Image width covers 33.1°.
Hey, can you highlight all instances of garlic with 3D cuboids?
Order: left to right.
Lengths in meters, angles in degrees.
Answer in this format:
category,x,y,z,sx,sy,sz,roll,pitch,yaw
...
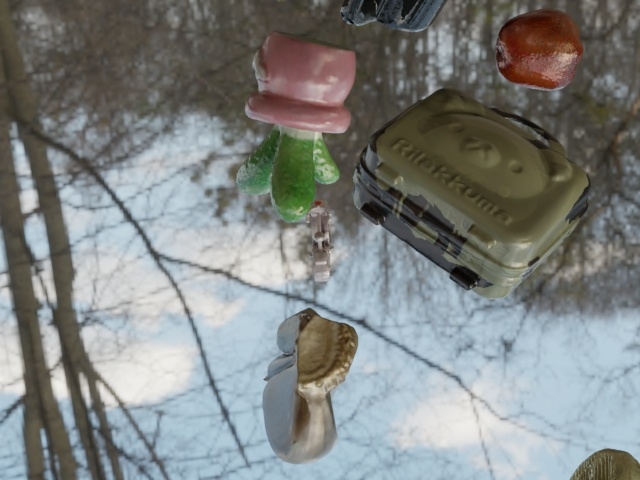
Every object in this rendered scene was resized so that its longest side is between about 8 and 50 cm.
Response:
category,x,y,z,sx,sy,sz,roll,pitch,yaw
garlic,-0.026,0.269,1.966,0.132,0.279,0.325,11,155,-9

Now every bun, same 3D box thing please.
category,x,y,z,sx,sy,sz,roll,pitch,yaw
bun,0.542,0.475,2.017,0.111,0.188,0.164,31,-144,-10

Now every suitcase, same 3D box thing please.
category,x,y,z,sx,sy,sz,roll,pitch,yaw
suitcase,0.266,-0.108,1.794,0.351,0.194,0.339,37,-130,20

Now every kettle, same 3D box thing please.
category,x,y,z,sx,sy,sz,roll,pitch,yaw
kettle,0.183,-0.525,1.911,0.203,0.308,0.262,23,-138,-8

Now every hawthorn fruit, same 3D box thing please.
category,x,y,z,sx,sy,sz,roll,pitch,yaw
hawthorn fruit,0.345,-0.305,1.722,0.137,0.133,0.133,10,-160,-9

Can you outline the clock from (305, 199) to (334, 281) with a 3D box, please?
category,x,y,z,sx,sy,sz,roll,pitch,yaw
clock,0.000,0.000,1.670,0.041,0.087,0.129,-3,-126,3

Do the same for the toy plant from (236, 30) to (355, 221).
category,x,y,z,sx,sy,sz,roll,pitch,yaw
toy plant,-0.057,-0.236,2.159,0.210,0.356,0.317,-1,-163,-24
